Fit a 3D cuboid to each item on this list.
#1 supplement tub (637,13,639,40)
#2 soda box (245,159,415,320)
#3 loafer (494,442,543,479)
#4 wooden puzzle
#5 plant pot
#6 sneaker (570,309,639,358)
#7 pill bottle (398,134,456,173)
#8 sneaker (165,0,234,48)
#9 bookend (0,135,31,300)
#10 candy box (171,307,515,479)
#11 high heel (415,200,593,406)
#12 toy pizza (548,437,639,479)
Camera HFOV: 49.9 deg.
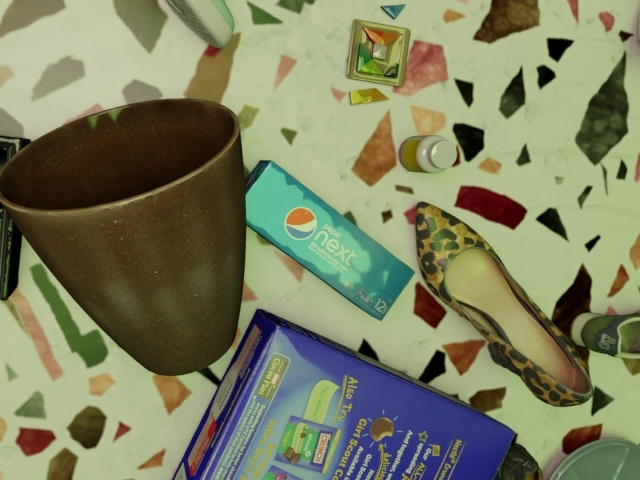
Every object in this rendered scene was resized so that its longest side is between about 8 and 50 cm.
[{"bbox_3d":[0.513,-0.259,0.840,0.200,0.144,0.144,18,92,-18],"label":"supplement tub"},{"bbox_3d":[0.000,0.000,0.770,0.210,0.067,0.071,37,86,-17],"label":"soda box"},{"bbox_3d":[0.257,0.355,0.894,0.062,0.061,0.170,-7,100,-16],"label":"loafer"},{"bbox_3d":[0.068,-0.214,0.788,0.078,0.014,0.116,-1,97,-16],"label":"wooden puzzle"},{"bbox_3d":[-0.160,0.013,0.665,0.215,0.215,0.230,-19,124,-13],"label":"plant pot"},{"bbox_3d":[0.433,0.124,0.899,0.192,0.086,0.064,-2,98,-16],"label":"sneaker"},{"bbox_3d":[0.123,-0.098,0.783,0.043,0.083,0.043,-2,98,-15],"label":"pill bottle"},{"bbox_3d":[-0.119,-0.331,0.679,0.151,0.094,0.256,-34,106,-12],"label":"sneaker"},{"bbox_3d":[-0.371,-0.032,0.659,0.157,0.072,0.156,7,96,-16],"label":"bookend"},{"bbox_3d":[0.018,0.264,0.784,0.317,0.122,0.268,27,89,-16],"label":"candy box"},{"bbox_3d":[0.207,0.066,0.775,0.093,0.186,0.261,-36,105,-8],"label":"high heel"},{"bbox_3d":[0.380,0.364,0.946,0.201,0.032,0.201,-3,99,-16],"label":"toy pizza"}]
